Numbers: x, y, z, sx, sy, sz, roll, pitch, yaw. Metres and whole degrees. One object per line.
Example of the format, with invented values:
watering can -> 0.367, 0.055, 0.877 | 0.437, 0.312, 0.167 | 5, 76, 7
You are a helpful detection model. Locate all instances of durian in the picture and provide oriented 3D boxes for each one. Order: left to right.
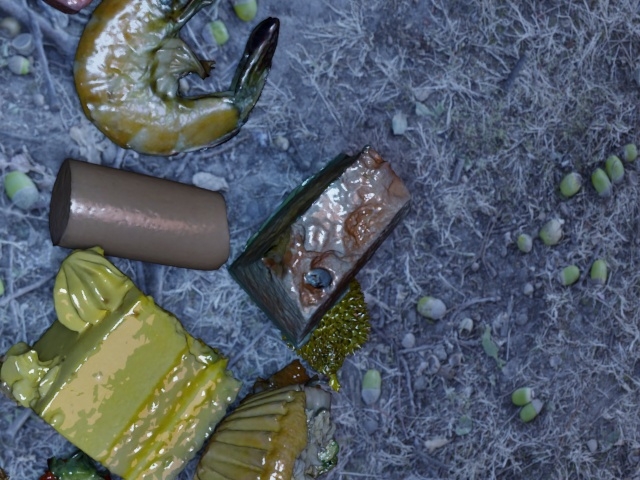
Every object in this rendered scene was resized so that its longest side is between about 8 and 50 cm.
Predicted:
durian -> 0.009, 0.124, 1.579 | 0.146, 0.102, 0.208 | 0, 78, -25

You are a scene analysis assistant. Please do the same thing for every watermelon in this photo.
watermelon -> 0.009, 0.010, 1.466 | 0.151, 0.302, 0.264 | 44, 84, -9

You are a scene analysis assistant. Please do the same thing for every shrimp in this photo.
shrimp -> -0.156, -0.313, 1.495 | 0.272, 0.085, 0.445 | 37, 85, -26

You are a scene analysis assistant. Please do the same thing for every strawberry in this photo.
strawberry -> -0.344, 0.385, 1.497 | 0.140, 0.085, 0.192 | -44, 110, -13

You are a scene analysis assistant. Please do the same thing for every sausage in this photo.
sausage -> -0.241, -0.030, 1.470 | 0.253, 0.123, 0.123 | 11, 92, -24

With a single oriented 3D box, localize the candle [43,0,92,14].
candle -> -0.351, -0.441, 1.377 | 0.317, 0.131, 0.287 | -9, 102, -19

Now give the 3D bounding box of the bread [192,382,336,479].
bread -> -0.076, 0.309, 1.401 | 0.149, 0.274, 0.274 | 15, 91, 9

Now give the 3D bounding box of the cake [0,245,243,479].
cake -> -0.284, 0.166, 1.424 | 0.286, 0.222, 0.227 | 41, 79, -20

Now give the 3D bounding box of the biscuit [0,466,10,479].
biscuit -> -0.498, 0.340, 1.463 | 0.126, 0.025, 0.206 | -28, 105, -16

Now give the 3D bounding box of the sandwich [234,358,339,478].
sandwich -> -0.069, 0.281, 1.581 | 0.184, 0.109, 0.160 | -15, 103, -20
